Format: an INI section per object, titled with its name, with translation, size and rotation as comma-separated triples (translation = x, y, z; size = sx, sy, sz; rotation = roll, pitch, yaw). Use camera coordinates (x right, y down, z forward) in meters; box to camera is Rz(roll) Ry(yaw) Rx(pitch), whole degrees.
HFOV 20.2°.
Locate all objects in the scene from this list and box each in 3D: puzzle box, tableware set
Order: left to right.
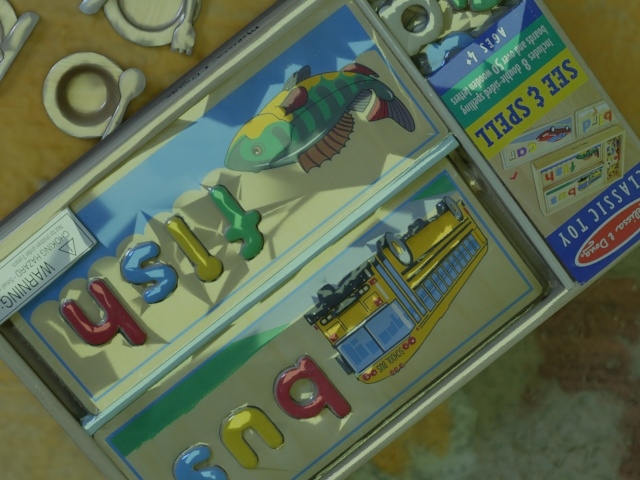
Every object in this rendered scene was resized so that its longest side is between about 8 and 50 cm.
[tableware set]
translation = -0.162, -0.141, 1.121
size = 0.169, 0.020, 0.141
rotation = 27, 95, -13
[puzzle box]
translation = 0.000, 0.000, 1.148
size = 0.409, 0.052, 0.272
rotation = -39, 109, -1
